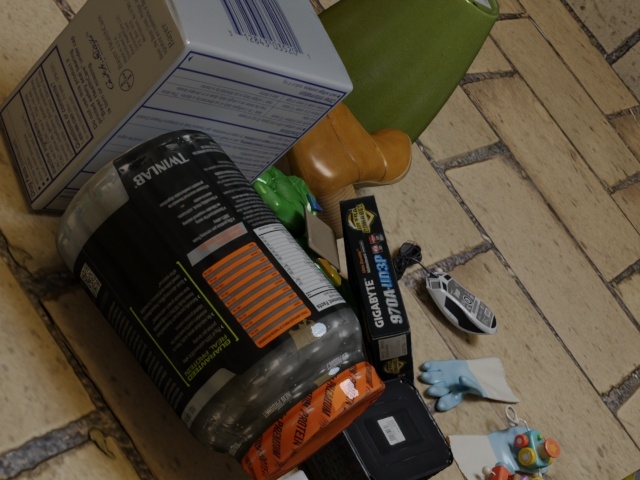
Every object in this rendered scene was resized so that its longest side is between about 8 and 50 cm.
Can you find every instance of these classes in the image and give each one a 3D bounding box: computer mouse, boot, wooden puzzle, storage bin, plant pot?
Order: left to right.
[{"bbox_3d":[0.000,0.000,1.460,0.078,0.014,0.116,47,25,-33],"label":"wooden puzzle"},{"bbox_3d":[0.035,-0.160,1.689,0.295,0.104,0.211,-56,131,-50],"label":"boot"},{"bbox_3d":[0.059,0.241,1.378,0.180,0.084,0.122,-3,59,-55],"label":"storage bin"},{"bbox_3d":[0.133,-0.316,1.880,0.275,0.293,0.275,33,34,-26],"label":"plant pot"},{"bbox_3d":[0.182,0.083,1.758,0.193,0.042,0.106,41,26,-4],"label":"computer mouse"}]

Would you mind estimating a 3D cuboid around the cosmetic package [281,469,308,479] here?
[{"bbox_3d":[-0.001,0.360,1.189,0.239,0.060,0.099,57,29,13],"label":"cosmetic package"}]

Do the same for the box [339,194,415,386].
[{"bbox_3d":[0.073,0.079,1.506,0.175,0.051,0.220,81,-3,-52],"label":"box"}]

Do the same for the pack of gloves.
[{"bbox_3d":[0.244,0.242,1.656,0.232,0.046,0.195,3,53,-51],"label":"pack of gloves"}]

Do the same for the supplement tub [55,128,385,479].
[{"bbox_3d":[-0.100,0.069,1.211,0.338,0.207,0.207,52,30,13],"label":"supplement tub"}]

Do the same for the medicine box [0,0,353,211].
[{"bbox_3d":[-0.164,-0.159,1.322,0.263,0.289,0.149,6,51,-50],"label":"medicine box"}]

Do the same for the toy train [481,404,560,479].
[{"bbox_3d":[0.281,0.303,1.604,0.125,0.046,0.166,49,39,-22],"label":"toy train"}]

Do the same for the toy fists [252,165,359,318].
[{"bbox_3d":[-0.049,0.009,1.481,0.142,0.096,0.279,10,50,-47],"label":"toy fists"}]

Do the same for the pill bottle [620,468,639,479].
[{"bbox_3d":[0.412,0.380,1.560,0.119,0.208,0.119,33,34,-26],"label":"pill bottle"}]
